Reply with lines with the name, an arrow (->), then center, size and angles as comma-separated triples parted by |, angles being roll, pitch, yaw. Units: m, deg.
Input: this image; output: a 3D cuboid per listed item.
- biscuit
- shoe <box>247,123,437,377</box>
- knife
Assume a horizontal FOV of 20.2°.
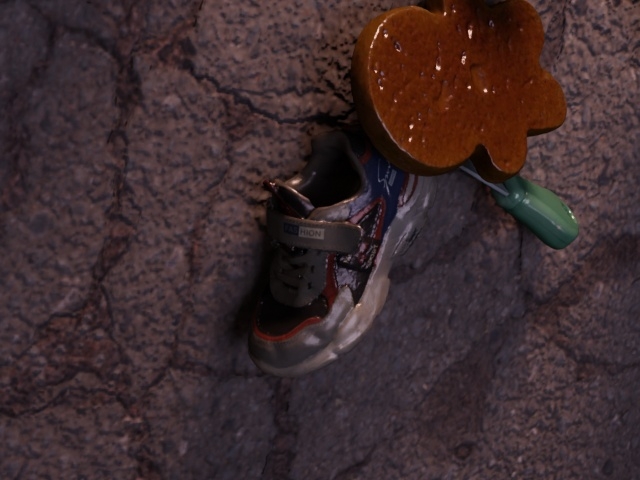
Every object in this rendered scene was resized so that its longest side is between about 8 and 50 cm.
biscuit -> 0.112, -0.131, 1.482 | 0.236, 0.039, 0.180 | -14, 89, -45
shoe -> 0.000, 0.000, 1.454 | 0.125, 0.099, 0.227 | 39, 79, -49
knife -> 0.146, -0.060, 1.568 | 0.034, 0.063, 0.260 | -38, 137, 20
